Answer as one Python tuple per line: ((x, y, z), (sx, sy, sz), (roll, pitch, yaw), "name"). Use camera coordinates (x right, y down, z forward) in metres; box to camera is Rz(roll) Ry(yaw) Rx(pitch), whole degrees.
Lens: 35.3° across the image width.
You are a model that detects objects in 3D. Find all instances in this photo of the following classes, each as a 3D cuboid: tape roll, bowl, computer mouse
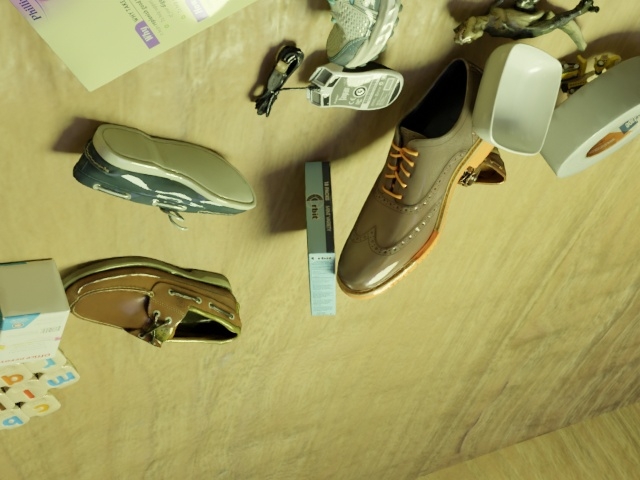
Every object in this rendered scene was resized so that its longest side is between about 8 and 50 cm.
((0.438, -0.189, 1.554), (0.219, 0.072, 0.219), (-30, 164, -9), "tape roll")
((0.258, -0.191, 1.356), (0.142, 0.053, 0.142), (8, 97, -49), "bowl")
((0.015, -0.204, 1.293), (0.193, 0.042, 0.106), (-2, 139, -26), "computer mouse")

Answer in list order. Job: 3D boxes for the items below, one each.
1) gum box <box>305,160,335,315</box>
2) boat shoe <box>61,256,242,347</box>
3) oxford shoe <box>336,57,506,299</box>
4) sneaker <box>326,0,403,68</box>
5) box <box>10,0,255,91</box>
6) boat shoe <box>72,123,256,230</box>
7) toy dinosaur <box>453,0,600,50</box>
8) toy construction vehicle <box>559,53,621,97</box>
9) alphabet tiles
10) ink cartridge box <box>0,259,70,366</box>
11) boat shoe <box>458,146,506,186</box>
((0.000, 0.000, 1.485), (0.041, 0.157, 0.184), (-2, 149, -1), "gum box")
((-0.242, 0.100, 1.513), (0.307, 0.104, 0.111), (4, 139, -41), "boat shoe")
((0.118, -0.090, 1.388), (0.363, 0.130, 0.133), (-58, 142, -7), "oxford shoe")
((0.035, -0.312, 1.099), (0.122, 0.110, 0.283), (5, 140, -15), "sneaker")
((-0.175, -0.289, 0.928), (0.243, 0.117, 0.213), (-29, 151, 3), "box")
((-0.194, -0.073, 1.283), (0.254, 0.095, 0.079), (12, 132, -46), "boat shoe")
((0.293, -0.299, 1.333), (0.268, 0.064, 0.118), (-4, 159, -34), "toy dinosaur")
((0.400, -0.254, 1.519), (0.098, 0.035, 0.086), (-16, 150, 0), "toy construction vehicle")
((-0.536, 0.244, 1.603), (0.284, 0.021, 0.278), (-23, 150, -5), "alphabet tiles")
((-0.417, 0.107, 1.403), (0.092, 0.090, 0.143), (-6, 146, -31), "ink cartridge box")
((0.225, -0.118, 1.570), (0.178, 0.060, 0.064), (1, 141, -38), "boat shoe")
